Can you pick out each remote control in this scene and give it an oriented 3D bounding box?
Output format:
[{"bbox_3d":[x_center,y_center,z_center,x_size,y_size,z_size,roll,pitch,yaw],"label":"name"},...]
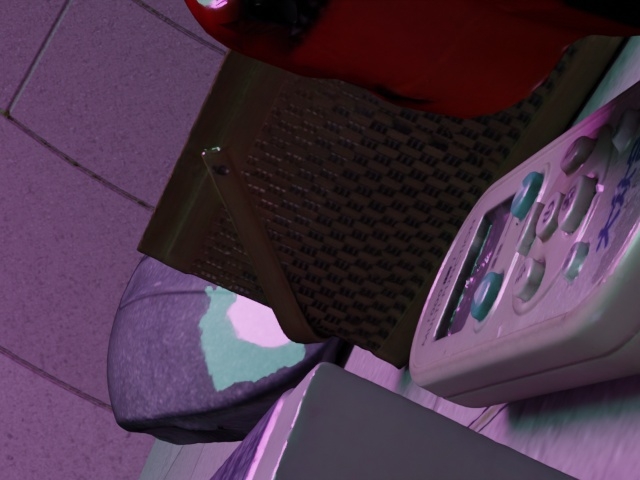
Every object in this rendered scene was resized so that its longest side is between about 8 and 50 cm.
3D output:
[{"bbox_3d":[0.072,0.007,0.445,0.221,0.042,0.078,132,161,-76],"label":"remote control"}]

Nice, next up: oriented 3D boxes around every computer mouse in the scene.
[{"bbox_3d":[-0.075,0.050,1.093,0.374,0.114,0.203,-33,30,63],"label":"computer mouse"}]

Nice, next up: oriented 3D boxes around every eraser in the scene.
[{"bbox_3d":[0.001,0.103,0.452,0.046,0.092,0.212,-67,7,-29],"label":"eraser"}]

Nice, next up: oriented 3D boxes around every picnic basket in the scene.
[{"bbox_3d":[0.034,-0.086,0.706,0.165,0.139,0.266,-71,8,-47],"label":"picnic basket"}]

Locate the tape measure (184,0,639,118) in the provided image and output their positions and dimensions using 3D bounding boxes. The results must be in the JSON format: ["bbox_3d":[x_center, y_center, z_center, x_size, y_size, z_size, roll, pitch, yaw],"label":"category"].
[{"bbox_3d":[0.056,-0.172,0.367,0.260,0.114,0.253,-25,66,41],"label":"tape measure"}]
